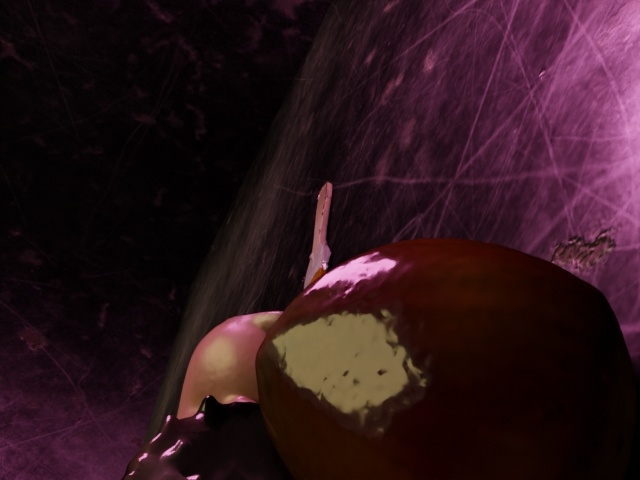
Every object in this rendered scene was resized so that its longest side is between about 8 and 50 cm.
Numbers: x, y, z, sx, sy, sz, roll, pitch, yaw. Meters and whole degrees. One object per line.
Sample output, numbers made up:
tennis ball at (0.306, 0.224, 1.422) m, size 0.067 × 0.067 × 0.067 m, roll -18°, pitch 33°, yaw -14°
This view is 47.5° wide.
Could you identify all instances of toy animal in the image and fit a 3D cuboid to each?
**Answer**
toy animal at (-0.090, 0.235, 0.893) m, size 0.213 × 0.195 × 0.256 m, roll -17°, pitch 50°, yaw 47°

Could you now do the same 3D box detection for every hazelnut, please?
hazelnut at (0.065, 0.088, 0.417) m, size 0.208 × 0.208 × 0.208 m, roll -158°, pitch 90°, yaw -77°

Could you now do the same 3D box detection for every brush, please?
brush at (0.000, 0.000, 1.236) m, size 0.336 × 0.020 × 0.085 m, roll -83°, pitch 19°, yaw -52°

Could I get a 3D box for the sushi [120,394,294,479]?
sushi at (-0.078, 0.308, 0.470) m, size 0.294 × 0.281 × 0.299 m, roll -54°, pitch 11°, yaw 28°
